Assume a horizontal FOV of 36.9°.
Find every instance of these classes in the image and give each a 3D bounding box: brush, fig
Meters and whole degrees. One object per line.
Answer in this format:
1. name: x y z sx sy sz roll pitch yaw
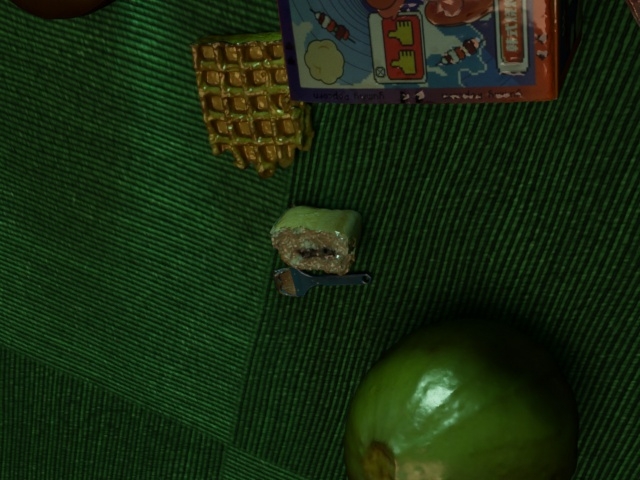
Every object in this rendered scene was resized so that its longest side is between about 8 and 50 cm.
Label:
1. brush: 0.004 0.062 1.492 0.164 0.014 0.051 -5 116 23
2. fig: 0.182 0.272 1.335 0.343 0.343 0.343 10 120 17

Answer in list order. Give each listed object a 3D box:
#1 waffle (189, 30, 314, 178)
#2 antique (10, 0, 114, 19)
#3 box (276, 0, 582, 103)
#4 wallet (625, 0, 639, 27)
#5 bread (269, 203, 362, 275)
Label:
1. waffle: -0.090 -0.189 1.370 0.160 0.055 0.211 1 116 23
2. antique: -0.376 -0.436 1.312 0.223 0.129 0.278 -32 101 33
3. box: 0.122 -0.353 1.077 0.318 0.257 0.348 5 118 21
4. wallet: 0.448 -0.314 1.104 0.196 0.020 0.103 -27 105 31
5. bread: -0.001 -0.001 1.406 0.125 0.106 0.082 7 113 14
